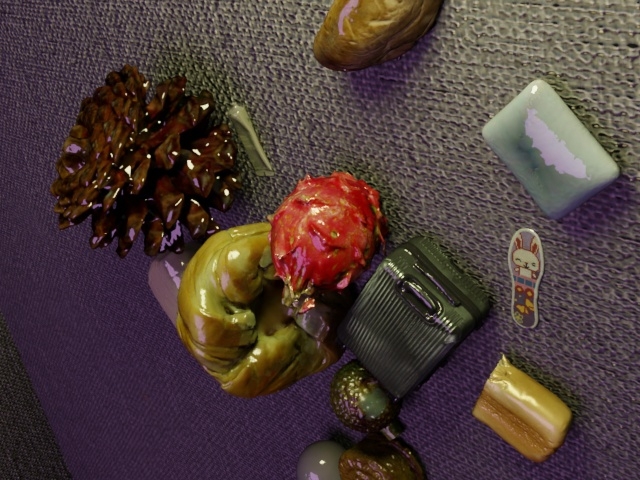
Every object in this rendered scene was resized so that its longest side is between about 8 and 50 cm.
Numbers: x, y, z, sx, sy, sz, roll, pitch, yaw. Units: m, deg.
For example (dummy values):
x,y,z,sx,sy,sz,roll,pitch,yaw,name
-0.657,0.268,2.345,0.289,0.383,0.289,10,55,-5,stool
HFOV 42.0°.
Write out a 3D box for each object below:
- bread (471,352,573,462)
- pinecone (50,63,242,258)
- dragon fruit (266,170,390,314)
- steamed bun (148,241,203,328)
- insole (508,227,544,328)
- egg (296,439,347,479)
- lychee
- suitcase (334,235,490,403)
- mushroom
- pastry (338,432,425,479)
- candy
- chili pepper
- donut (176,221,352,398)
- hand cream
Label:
x,y,z,sx,sy,sz,roll,pitch,yaw,name
0.351,0.291,1.435,0.173,0.085,0.134,38,137,24,bread
-0.335,-0.143,1.675,0.398,0.398,0.397,29,136,32,pinecone
0.000,0.000,1.468,0.205,0.268,0.210,12,152,34,dragon fruit
-0.301,0.102,1.972,0.200,0.155,0.250,55,151,7,steamed bun
0.331,0.064,1.350,0.065,0.004,0.197,23,132,37,insole
0.021,0.559,1.968,0.146,0.146,0.198,7,134,46,egg
0.091,0.316,1.699,0.171,0.171,0.171,29,136,32,lychee
0.157,0.146,1.505,0.202,0.128,0.312,45,143,14,suitcase
0.066,-0.334,1.219,0.156,0.151,0.285,49,144,7,mushroom
0.135,0.519,1.843,0.189,0.103,0.188,28,136,31,pastry
0.318,-0.124,1.161,0.174,0.071,0.138,51,143,5,candy
0.098,0.354,1.809,0.202,0.050,0.052,40,105,23,chili pepper
-0.101,0.136,1.635,0.170,0.360,0.360,27,137,56,donut
-0.141,-0.200,1.667,0.057,0.037,0.165,5,128,46,hand cream
